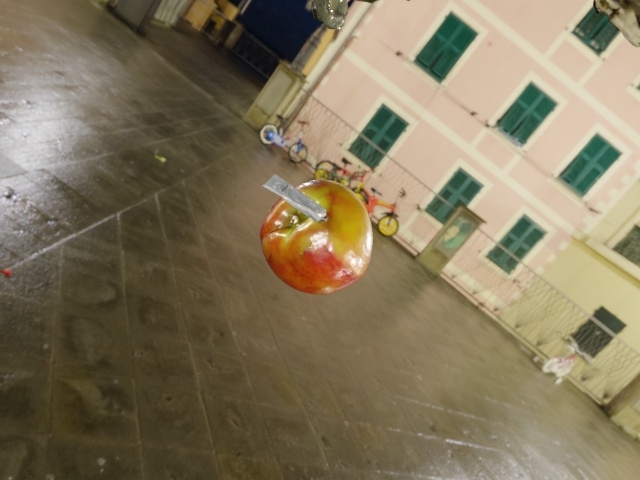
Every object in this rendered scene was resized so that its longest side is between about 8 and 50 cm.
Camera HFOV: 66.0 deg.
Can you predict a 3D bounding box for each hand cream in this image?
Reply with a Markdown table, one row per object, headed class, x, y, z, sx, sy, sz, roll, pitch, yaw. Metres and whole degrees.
| class | x | y | z | sx | sy | sz | roll | pitch | yaw |
| --- | --- | --- | --- | --- | --- | --- | --- | --- | --- |
| hand cream | -0.029 | -0.053 | 0.615 | 0.093 | 0.019 | 0.030 | 35 | 52 | 8 |

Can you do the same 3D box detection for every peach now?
| class | x | y | z | sx | sy | sz | roll | pitch | yaw |
| --- | --- | --- | --- | --- | --- | --- | --- | --- | --- |
| peach | 0.000 | 0.000 | 0.792 | 0.197 | 0.197 | 0.197 | 35 | 14 | -10 |

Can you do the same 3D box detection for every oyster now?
| class | x | y | z | sx | sy | sz | roll | pitch | yaw |
| --- | --- | --- | --- | --- | --- | --- | --- | --- | --- |
| oyster | 0.620 | -0.453 | 0.916 | 0.294 | 0.094 | 0.166 | 51 | 4 | 0 |

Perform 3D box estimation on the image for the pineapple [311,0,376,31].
| class | x | y | z | sx | sy | sz | roll | pitch | yaw |
| --- | --- | --- | --- | --- | --- | --- | --- | --- | --- |
| pineapple | -0.025 | -0.260 | 0.275 | 0.141 | 0.170 | 0.310 | 27 | -4 | 39 |
